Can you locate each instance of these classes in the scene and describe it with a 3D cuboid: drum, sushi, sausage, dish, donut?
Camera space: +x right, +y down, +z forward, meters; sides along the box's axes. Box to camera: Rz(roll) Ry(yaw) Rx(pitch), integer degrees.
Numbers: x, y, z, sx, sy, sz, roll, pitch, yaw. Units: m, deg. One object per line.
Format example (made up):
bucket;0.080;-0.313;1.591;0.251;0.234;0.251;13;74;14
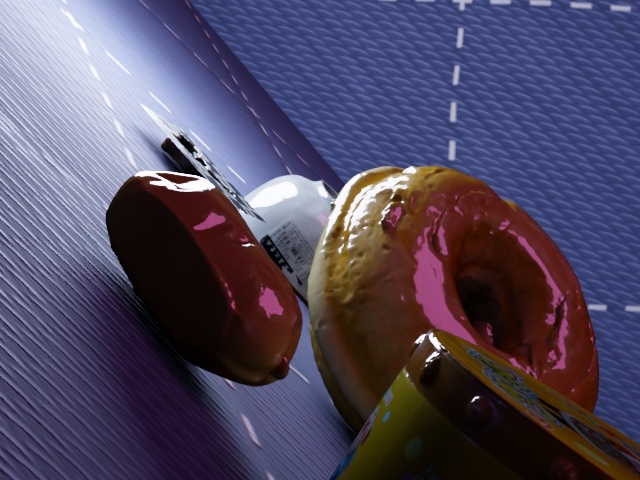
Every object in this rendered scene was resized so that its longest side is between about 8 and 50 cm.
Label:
drum;0.203;0.268;1.265;0.431;0.214;0.431;33;5;-3
sushi;-0.162;-0.088;2.016;0.201;0.031;0.139;48;7;22
sausage;-0.103;0.035;1.391;0.136;0.120;0.241;17;31;-54
dish;0.000;0.000;2.169;0.256;0.117;0.256;48;7;-7
donut;0.160;0.104;1.820;0.448;0.198;0.449;26;45;-29
